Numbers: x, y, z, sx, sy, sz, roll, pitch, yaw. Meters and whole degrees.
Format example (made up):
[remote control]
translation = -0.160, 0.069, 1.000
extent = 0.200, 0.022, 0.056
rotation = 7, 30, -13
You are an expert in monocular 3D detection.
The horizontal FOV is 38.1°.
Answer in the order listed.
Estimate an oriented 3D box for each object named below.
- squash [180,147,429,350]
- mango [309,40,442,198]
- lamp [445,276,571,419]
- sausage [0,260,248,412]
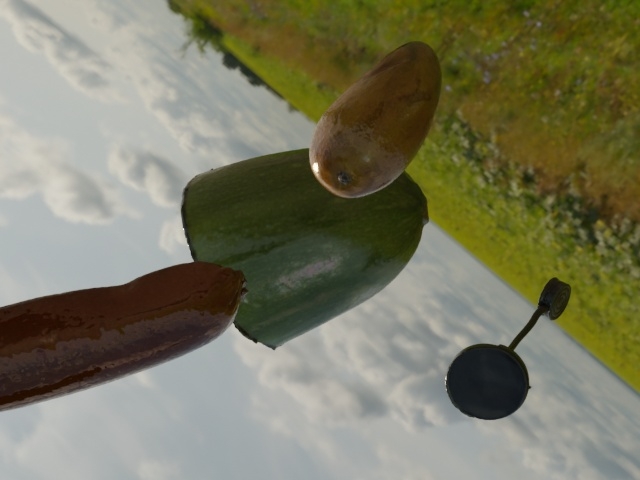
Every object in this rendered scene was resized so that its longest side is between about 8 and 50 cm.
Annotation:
[squash]
translation = -0.002, -0.031, 1.408
extent = 0.310, 0.309, 0.310
rotation = 49, -154, -34
[mango]
translation = 0.058, -0.113, 0.884
extent = 0.089, 0.165, 0.115
rotation = 40, -168, -22
[lamp]
translation = 0.318, 0.159, 1.378
extent = 0.108, 0.130, 0.371
rotation = 20, -160, 32
[sausage]
translation = -0.236, 0.098, 0.913
extent = 0.097, 0.348, 0.094
rotation = 92, 162, -57
